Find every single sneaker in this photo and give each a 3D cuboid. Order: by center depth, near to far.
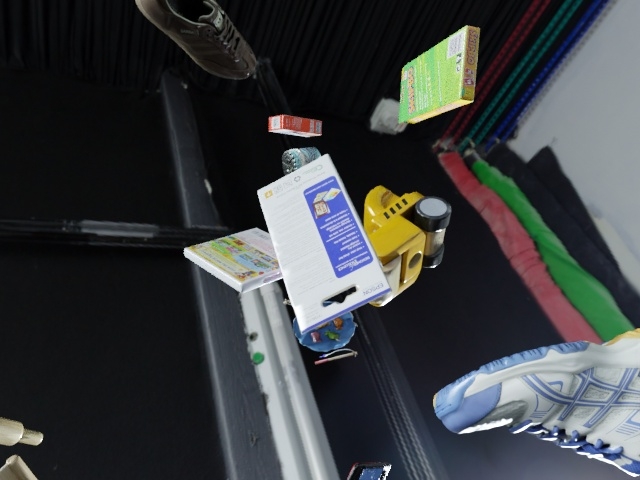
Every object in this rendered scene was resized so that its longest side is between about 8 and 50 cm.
[{"bbox_3d":[0.267,0.169,0.491,0.296,0.112,0.131,-12,-112,0],"label":"sneaker"},{"bbox_3d":[-0.145,-0.270,0.644,0.071,0.066,0.188,8,171,43],"label":"sneaker"},{"bbox_3d":[-0.043,-0.170,1.594,0.122,0.283,0.110,-21,-133,-23],"label":"sneaker"}]

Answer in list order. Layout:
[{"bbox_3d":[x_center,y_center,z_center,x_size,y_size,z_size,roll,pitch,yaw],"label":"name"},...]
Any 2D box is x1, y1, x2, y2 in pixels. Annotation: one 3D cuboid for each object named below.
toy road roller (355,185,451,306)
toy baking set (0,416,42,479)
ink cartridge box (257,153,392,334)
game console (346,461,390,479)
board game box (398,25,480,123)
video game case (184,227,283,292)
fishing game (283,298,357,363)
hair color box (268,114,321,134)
[{"bbox_3d":[0.182,-0.008,1.356,0.329,0.203,0.240,-35,-127,-27],"label":"toy road roller"},{"bbox_3d":[-0.431,0.291,0.558,0.030,0.256,0.197,-1,-124,22],"label":"toy baking set"},{"bbox_3d":[0.000,0.000,0.962,0.069,0.175,0.371,55,-169,-49],"label":"ink cartridge box"},{"bbox_3d":[0.124,0.600,1.164,0.144,0.124,0.085,23,-176,-44],"label":"game console"},{"bbox_3d":[0.217,-0.305,0.953,0.039,0.124,0.259,3,-177,-18],"label":"board game box"},{"bbox_3d":[-0.159,0.037,1.117,0.206,0.026,0.227,-19,-149,-40],"label":"video game case"},{"bbox_3d":[0.013,0.260,1.456,0.189,0.264,0.041,-16,-153,8],"label":"fishing game"},{"bbox_3d":[-0.088,-0.403,1.745,0.167,0.054,0.093,-3,-173,-38],"label":"hair color box"}]
